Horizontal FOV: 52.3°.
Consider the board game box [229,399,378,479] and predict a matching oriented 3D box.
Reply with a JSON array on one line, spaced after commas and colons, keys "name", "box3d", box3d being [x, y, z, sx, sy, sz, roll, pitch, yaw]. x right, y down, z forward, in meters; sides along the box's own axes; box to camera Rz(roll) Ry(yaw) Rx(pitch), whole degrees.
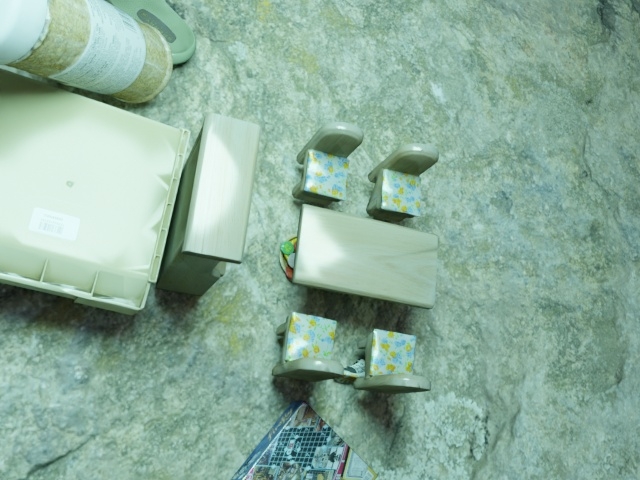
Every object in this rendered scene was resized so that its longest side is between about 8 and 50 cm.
[{"name": "board game box", "box3d": [-0.049, 0.371, 0.908, 0.165, 0.042, 0.243, 48, 60, -8]}]

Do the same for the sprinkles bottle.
[{"name": "sprinkles bottle", "box3d": [-0.305, -0.248, 0.790, 0.121, 0.355, 0.121, 1, 94, 12]}]

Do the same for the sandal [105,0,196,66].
[{"name": "sandal", "box3d": [-0.308, -0.387, 0.972, 0.303, 0.086, 0.120, 35, 62, -15]}]

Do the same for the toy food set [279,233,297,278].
[{"name": "toy food set", "box3d": [-0.027, 0.028, 1.034, 0.083, 0.020, 0.083, -27, 89, -31]}]

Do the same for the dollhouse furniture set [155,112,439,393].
[{"name": "dollhouse furniture set", "box3d": [0.000, 0.000, 0.895, 0.394, 0.256, 0.361, 12, 71, -18]}]

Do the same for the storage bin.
[{"name": "storage bin", "box3d": [-0.330, -0.054, 0.841, 0.262, 0.123, 0.260, 17, 68, -23]}]

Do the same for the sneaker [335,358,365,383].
[{"name": "sneaker", "box3d": [0.055, 0.204, 1.024, 0.083, 0.032, 0.036, 12, 54, -28]}]
